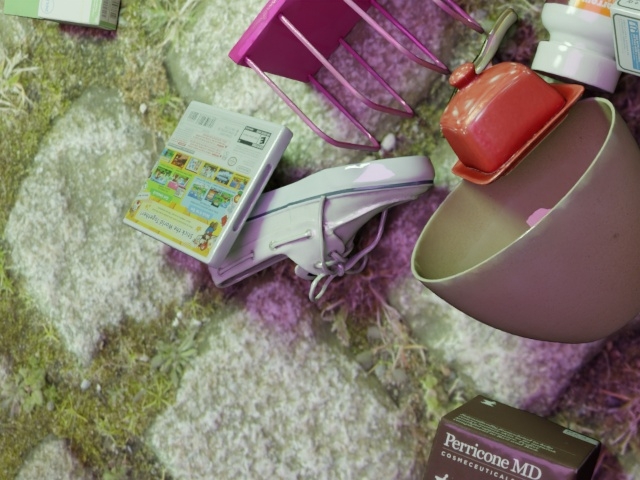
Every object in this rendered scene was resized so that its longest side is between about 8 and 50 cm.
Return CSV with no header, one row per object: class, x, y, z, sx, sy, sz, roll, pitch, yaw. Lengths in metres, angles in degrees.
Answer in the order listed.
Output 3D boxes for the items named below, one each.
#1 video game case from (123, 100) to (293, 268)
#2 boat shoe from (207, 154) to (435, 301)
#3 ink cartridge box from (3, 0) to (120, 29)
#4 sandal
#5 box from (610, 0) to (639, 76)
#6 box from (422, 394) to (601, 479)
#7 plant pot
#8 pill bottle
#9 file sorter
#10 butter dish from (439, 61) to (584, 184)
video game case,-0.159,-0.083,1.327,0.227,0.026,0.206,22,81,46
boat shoe,-0.006,0.001,1.274,0.367,0.136,0.157,-16,83,28
ink cartridge box,-0.411,-0.427,1.505,0.235,0.056,0.171,12,97,23
sandal,0.205,-0.204,1.214,0.049,0.072,0.180,31,100,0
box,0.466,-0.217,0.981,0.290,0.087,0.169,27,61,41
box,0.216,0.318,1.157,0.168,0.167,0.203,17,98,24
plant pot,0.271,0.005,1.094,0.284,0.284,0.191,-40,105,21
pill bottle,0.328,-0.289,1.116,0.121,0.121,0.221,22,100,24
file sorter,0.077,-0.269,1.193,0.182,0.202,0.291,46,109,16
butter dish,0.198,-0.156,1.126,0.160,0.160,0.118,-45,104,2
